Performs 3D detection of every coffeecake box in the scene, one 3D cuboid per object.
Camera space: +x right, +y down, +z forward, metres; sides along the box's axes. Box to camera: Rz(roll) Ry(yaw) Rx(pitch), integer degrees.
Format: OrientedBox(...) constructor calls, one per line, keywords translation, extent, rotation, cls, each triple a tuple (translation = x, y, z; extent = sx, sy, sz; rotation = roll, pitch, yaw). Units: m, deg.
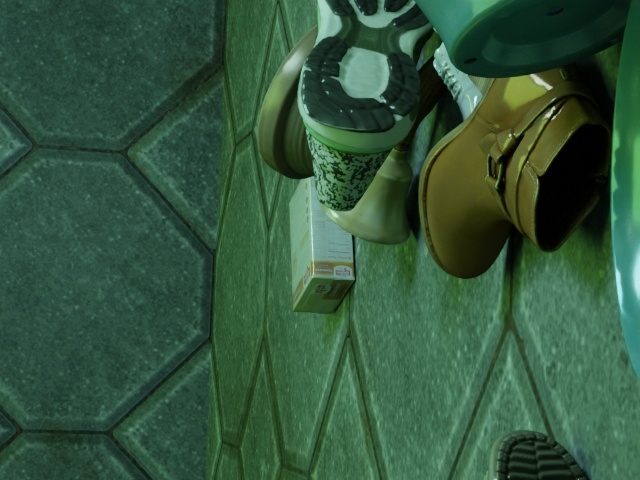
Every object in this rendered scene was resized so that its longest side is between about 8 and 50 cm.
OrientedBox(translation=(0.000, 0.000, 2.131), extent=(0.142, 0.068, 0.185), rotation=(120, 150, -63), cls="coffeecake box")

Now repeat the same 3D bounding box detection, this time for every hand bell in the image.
OrientedBox(translation=(0.099, -0.127, 1.714), extent=(0.126, 0.126, 0.242), rotation=(-105, 34, -54), cls="hand bell")

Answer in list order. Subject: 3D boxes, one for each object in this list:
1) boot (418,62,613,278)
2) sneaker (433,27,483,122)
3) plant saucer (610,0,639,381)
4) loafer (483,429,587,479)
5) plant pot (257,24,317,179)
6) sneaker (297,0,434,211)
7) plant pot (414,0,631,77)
OrientedBox(translation=(0.187, -0.043, 1.305), extent=(0.220, 0.109, 0.283), rotation=(-114, 37, -56), cls="boot")
OrientedBox(translation=(0.153, -0.182, 1.533), extent=(0.054, 0.061, 0.152), rotation=(126, 144, -63), cls="sneaker")
OrientedBox(translation=(0.252, -0.052, 0.978), extent=(0.317, 0.043, 0.318), rotation=(1, -90, -90), cls="plant saucer")
OrientedBox(translation=(0.184, 0.290, 1.184), extent=(0.092, 0.102, 0.268), rotation=(120, 151, -50), cls="loafer")
OrientedBox(translation=(0.036, -0.170, 1.816), extent=(0.109, 0.237, 0.237), rotation=(34, 131, 27), cls="plant pot")
OrientedBox(translation=(0.043, -0.184, 1.632), extent=(0.410, 0.158, 0.182), rotation=(-69, -5, -51), cls="sneaker")
OrientedBox(translation=(0.157, -0.281, 1.144), extent=(0.271, 0.271, 0.255), rotation=(126, 132, -67), cls="plant pot")
